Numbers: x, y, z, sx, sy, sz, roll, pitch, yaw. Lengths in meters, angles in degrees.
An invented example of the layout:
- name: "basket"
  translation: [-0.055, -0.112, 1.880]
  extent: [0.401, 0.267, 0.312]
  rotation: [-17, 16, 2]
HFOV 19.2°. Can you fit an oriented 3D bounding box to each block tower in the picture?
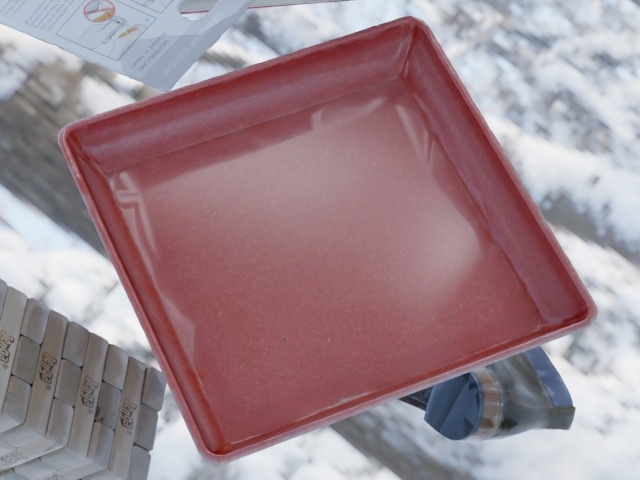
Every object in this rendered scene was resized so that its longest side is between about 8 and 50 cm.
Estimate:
- name: "block tower"
  translation: [-0.243, 0.069, 1.183]
  extent: [0.097, 0.335, 0.091]
  rotation: [-23, 46, 39]

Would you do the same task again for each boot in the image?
- name: "boot"
  translation: [0.111, 0.097, 1.516]
  extent: [0.106, 0.219, 0.082]
  rotation: [8, -66, -31]

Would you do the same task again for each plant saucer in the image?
- name: "plant saucer"
  translation: [0.000, 0.000, 1.177]
  extent: [0.259, 0.258, 0.048]
  rotation: [-20, -30, -14]

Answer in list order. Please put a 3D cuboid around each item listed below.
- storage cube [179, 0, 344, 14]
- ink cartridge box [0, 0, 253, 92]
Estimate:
- name: "storage cube"
  translation: [-0.034, -0.266, 1.285]
  extent: [0.193, 0.215, 0.184]
  rotation: [-94, 0, -70]
- name: "ink cartridge box"
  translation: [-0.120, -0.182, 0.973]
  extent: [0.224, 0.056, 0.181]
  rotation: [19, -47, -38]
